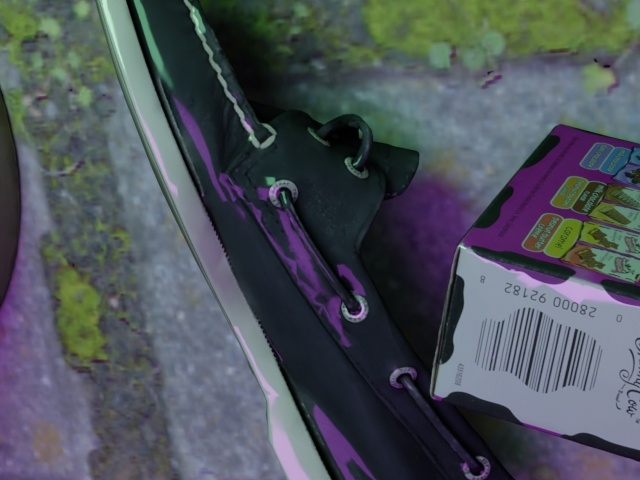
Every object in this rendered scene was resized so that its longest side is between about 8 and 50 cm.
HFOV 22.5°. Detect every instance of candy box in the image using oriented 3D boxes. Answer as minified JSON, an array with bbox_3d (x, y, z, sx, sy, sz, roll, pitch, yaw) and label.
[{"bbox_3d":[0.179,0.034,0.631,0.233,0.159,0.071,16,116,17],"label":"candy box"}]

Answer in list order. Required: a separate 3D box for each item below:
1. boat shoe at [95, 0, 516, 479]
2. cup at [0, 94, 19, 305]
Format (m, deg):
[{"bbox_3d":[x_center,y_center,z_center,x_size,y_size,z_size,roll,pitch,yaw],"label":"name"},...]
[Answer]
[{"bbox_3d":[0.000,0.001,0.724,0.113,0.127,0.340,-24,92,-1],"label":"boat shoe"},{"bbox_3d":[-0.353,-0.012,0.792,0.331,0.237,0.331,8,112,20],"label":"cup"}]
